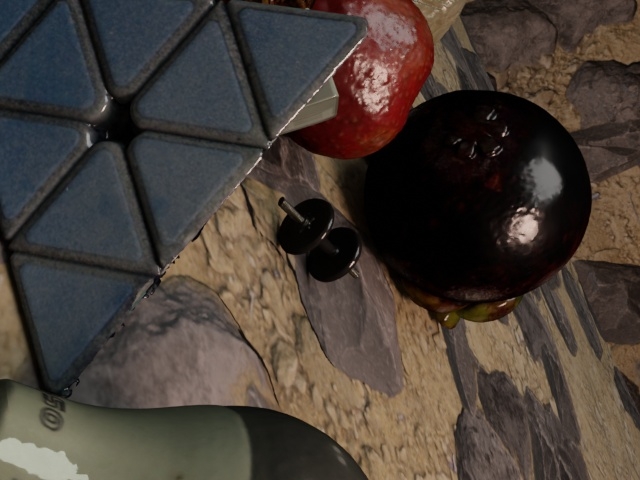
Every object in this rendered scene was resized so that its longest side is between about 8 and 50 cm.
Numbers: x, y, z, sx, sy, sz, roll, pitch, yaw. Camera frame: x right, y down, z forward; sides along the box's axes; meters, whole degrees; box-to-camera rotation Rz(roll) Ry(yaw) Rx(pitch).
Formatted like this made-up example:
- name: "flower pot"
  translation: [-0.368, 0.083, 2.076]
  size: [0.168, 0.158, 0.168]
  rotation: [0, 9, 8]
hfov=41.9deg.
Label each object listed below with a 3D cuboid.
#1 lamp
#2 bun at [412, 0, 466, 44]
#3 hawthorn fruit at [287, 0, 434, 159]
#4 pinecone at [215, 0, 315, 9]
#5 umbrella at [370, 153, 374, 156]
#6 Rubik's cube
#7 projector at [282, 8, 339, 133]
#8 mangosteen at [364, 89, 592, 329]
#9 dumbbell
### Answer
- name: "lamp"
  translation: [-0.087, 0.154, 0.439]
  size: [0.314, 0.182, 0.182]
  rotation: [40, 35, -40]
- name: "bun"
  translation: [0.077, -0.383, 1.236]
  size: [0.281, 0.205, 0.281]
  rotation: [2, 86, -30]
- name: "hawthorn fruit"
  translation: [-0.001, -0.231, 0.932]
  size: [0.266, 0.210, 0.230]
  rotation: [44, 21, -35]
- name: "pinecone"
  translation: [-0.103, -0.229, 0.686]
  size: [0.221, 0.221, 0.221]
  rotation: [45, 31, -38]
- name: "umbrella"
  translation: [0.114, -0.130, 1.237]
  size: [0.337, 0.073, 0.067]
  rotation: [51, -9, -32]
- name: "Rubik's cube"
  translation: [-0.126, -0.064, 0.609]
  size: [0.228, 0.229, 0.233]
  rotation: [-14, 123, -30]
- name: "projector"
  translation: [-0.069, -0.155, 0.798]
  size: [0.061, 0.147, 0.115]
  rotation: [98, -25, -76]
- name: "mangosteen"
  translation: [0.215, -0.045, 1.105]
  size: [0.313, 0.297, 0.297]
  rotation: [39, 35, -39]
- name: "dumbbell"
  translation: [0.000, 0.000, 0.888]
  size: [0.147, 0.069, 0.069]
  rotation: [43, 33, -40]
